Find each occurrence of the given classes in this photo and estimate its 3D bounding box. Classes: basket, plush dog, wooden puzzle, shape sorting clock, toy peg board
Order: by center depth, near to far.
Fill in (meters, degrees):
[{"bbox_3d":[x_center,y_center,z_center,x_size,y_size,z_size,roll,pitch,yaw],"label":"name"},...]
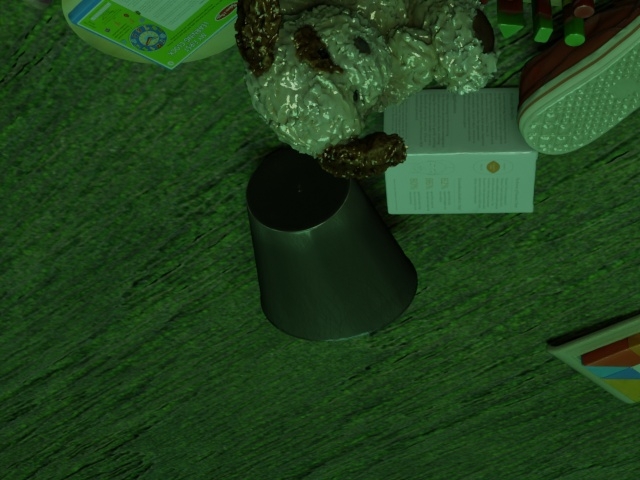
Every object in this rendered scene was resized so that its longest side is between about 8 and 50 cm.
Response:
[{"bbox_3d":[0.007,-0.180,1.539,0.210,0.225,0.262,-24,115,43],"label":"plush dog"},{"bbox_3d":[0.211,-0.262,1.590,0.161,0.079,0.161,6,150,-8],"label":"toy peg board"},{"bbox_3d":[-0.160,-0.246,1.672,0.206,0.040,0.206,-1,147,-1],"label":"shape sorting clock"},{"bbox_3d":[0.000,0.000,1.989,0.204,0.154,0.227,-6,146,10],"label":"basket"},{"bbox_3d":[0.478,0.171,2.357,0.238,0.044,0.221,-21,143,34],"label":"wooden puzzle"}]

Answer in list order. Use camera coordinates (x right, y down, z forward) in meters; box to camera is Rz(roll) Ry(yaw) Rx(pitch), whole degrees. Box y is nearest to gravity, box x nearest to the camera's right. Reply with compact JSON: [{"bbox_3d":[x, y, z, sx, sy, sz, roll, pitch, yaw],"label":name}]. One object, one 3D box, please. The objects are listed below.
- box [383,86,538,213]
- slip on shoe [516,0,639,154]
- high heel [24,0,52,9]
[{"bbox_3d":[0.158,-0.100,1.858,0.170,0.091,0.130,-1,149,4],"label":"box"},{"bbox_3d":[0.335,-0.211,1.660,0.331,0.101,0.123,-33,135,25],"label":"slip on shoe"},{"bbox_3d":[-0.337,-0.371,1.447,0.377,0.127,0.181,30,111,-33],"label":"high heel"}]
